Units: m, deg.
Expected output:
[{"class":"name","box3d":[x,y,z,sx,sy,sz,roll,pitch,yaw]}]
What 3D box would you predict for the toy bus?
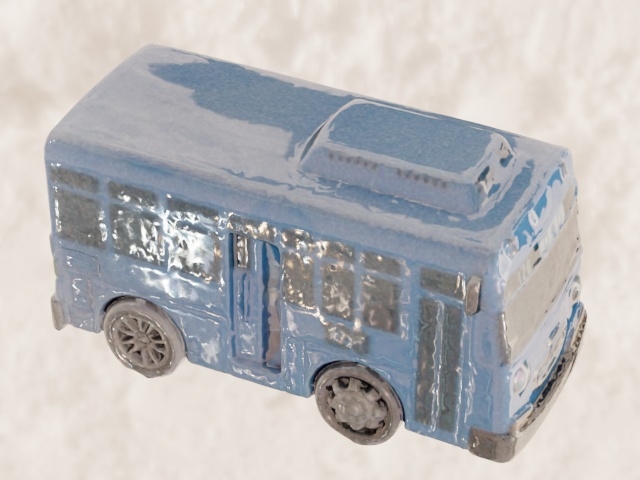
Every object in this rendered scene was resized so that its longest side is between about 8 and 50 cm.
[{"class":"toy bus","box3d":[0.000,0.000,0.863,0.234,0.116,0.134,15,127,20]}]
